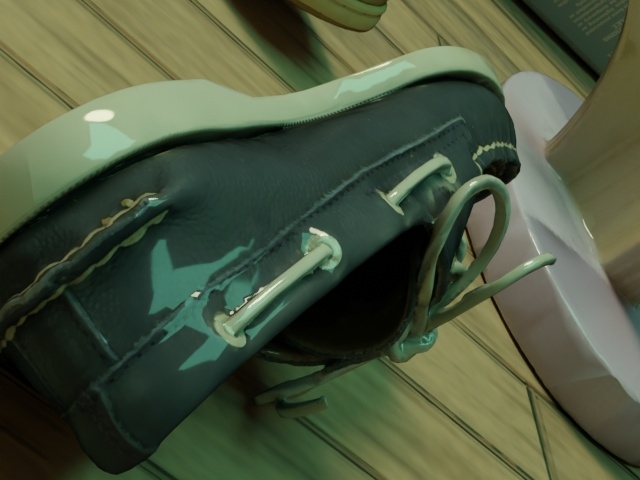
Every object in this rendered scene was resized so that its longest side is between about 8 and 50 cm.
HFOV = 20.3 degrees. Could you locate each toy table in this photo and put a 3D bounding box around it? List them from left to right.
[{"bbox_3d":[0.174,-0.030,0.804,0.252,0.161,0.274,45,24,-22],"label":"toy table"}]

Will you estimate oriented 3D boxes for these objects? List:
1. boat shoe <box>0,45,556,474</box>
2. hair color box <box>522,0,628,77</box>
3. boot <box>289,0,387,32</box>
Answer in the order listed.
[{"bbox_3d":[0.000,0.000,0.480,0.079,0.095,0.254,56,23,9],"label":"boat shoe"},{"bbox_3d":[0.186,-0.203,1.153,0.374,0.114,0.185,37,27,-39],"label":"hair color box"},{"bbox_3d":[0.009,-0.234,0.699,0.095,0.203,0.262,13,45,-59],"label":"boot"}]
